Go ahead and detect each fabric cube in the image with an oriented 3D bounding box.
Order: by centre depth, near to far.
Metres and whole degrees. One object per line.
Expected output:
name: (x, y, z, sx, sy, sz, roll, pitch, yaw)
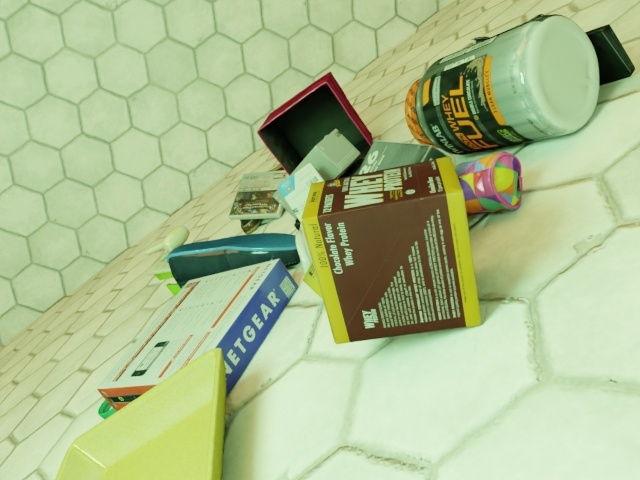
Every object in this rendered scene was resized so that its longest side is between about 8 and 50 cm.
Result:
fabric cube: (-0.006, -0.329, 1.725, 0.254, 0.259, 0.258, -33, 17, 15)

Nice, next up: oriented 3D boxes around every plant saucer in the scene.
plant saucer: (-0.255, 0.353, 0.801, 0.332, 0.081, 0.333, -35, 25, 10)

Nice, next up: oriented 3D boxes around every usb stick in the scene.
usb stick: (0.040, -0.121, 1.478, 0.278, 0.045, 0.077, -45, 24, -23)

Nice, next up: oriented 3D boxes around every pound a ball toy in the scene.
pound a ball toy: (-0.379, 0.052, 1.562, 0.319, 0.208, 0.136, -11, 32, 54)

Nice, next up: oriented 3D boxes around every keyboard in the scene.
keyboard: (0.425, -0.358, 1.107, 0.317, 0.201, 0.033, -2, 53, 59)

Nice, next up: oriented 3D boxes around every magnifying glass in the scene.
magnifying glass: (-0.412, 0.345, 1.223, 0.231, 0.026, 0.092, -22, 23, 41)

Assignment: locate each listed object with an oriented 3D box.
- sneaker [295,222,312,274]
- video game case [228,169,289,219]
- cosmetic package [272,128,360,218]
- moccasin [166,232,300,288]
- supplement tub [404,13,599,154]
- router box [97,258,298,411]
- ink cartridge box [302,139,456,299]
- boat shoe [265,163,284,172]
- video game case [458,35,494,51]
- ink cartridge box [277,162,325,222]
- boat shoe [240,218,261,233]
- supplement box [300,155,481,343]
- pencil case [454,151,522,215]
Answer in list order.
sneaker: (0.000, 0.000, 1.221, 0.094, 0.080, 0.212, -8, 27, 8)
video game case: (-0.189, -0.145, 1.787, 0.190, 0.022, 0.173, -1, 59, 27)
cosmetic package: (-0.014, -0.178, 1.518, 0.238, 0.107, 0.127, -39, 7, 46)
moccasin: (-0.196, 0.054, 1.353, 0.342, 0.117, 0.138, -4, 16, 18)
supplement tub: (0.330, -0.280, 1.081, 0.207, 0.207, 0.338, -45, 20, -23)
router box: (-0.244, 0.194, 1.140, 0.301, 0.082, 0.335, -14, 29, 38)
ink cartridge box: (0.075, -0.033, 1.004, 0.304, 0.072, 0.307, -63, 23, 2)
boat shoe: (-0.136, -0.209, 1.906, 0.089, 0.104, 0.285, -22, 23, 44)
video game case: (0.464, -0.563, 1.764, 0.210, 0.042, 0.232, -39, 19, -7)
ink cartridge box: (-0.011, -0.085, 1.367, 0.104, 0.180, 0.060, -35, -15, 6)
boat shoe: (-0.238, -0.088, 1.853, 0.073, 0.073, 0.207, -32, 21, 9)
supplement box: (0.096, 0.013, 0.745, 0.194, 0.191, 0.129, -10, 25, 11)
pencil case: (0.232, -0.082, 0.965, 0.104, 0.104, 0.236, -48, 22, -29)
